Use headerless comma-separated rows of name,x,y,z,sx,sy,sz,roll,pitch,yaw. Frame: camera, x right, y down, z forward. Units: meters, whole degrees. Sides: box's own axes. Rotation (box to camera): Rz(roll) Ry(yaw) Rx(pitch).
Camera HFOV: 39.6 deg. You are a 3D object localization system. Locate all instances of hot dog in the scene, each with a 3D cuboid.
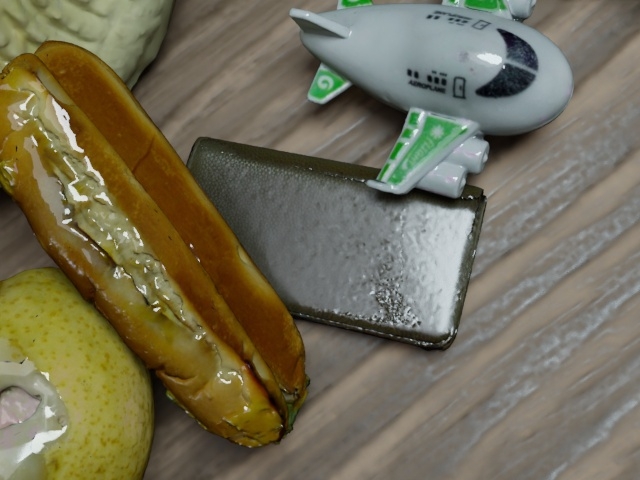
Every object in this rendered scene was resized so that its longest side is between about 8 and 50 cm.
hot dog,-0.095,0.008,0.506,0.072,0.115,0.269,-32,96,15

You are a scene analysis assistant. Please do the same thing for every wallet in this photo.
wallet,0.000,0.000,0.579,0.198,0.031,0.110,12,83,12

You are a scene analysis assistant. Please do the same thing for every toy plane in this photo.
toy plane,0.068,-0.111,0.544,0.173,0.080,0.174,-1,85,15

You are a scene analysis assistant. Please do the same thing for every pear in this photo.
pear,-0.179,0.098,0.519,0.178,0.178,0.178,-2,79,9

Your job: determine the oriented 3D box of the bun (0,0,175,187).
bun,-0.250,-0.199,0.498,0.202,0.364,0.364,38,87,30
